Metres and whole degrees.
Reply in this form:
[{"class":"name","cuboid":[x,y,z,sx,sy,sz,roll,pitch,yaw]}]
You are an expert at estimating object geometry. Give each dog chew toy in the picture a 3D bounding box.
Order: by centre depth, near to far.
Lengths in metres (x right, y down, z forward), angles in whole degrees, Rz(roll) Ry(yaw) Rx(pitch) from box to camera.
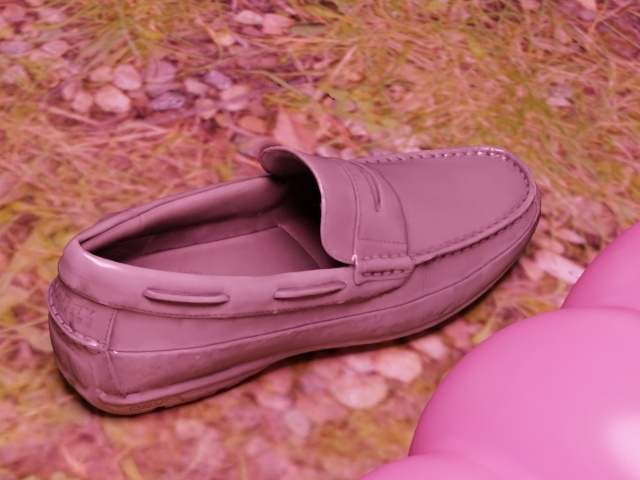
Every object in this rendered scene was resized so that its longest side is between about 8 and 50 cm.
[{"class":"dog chew toy","cuboid":[0.130,0.107,0.546,0.332,0.206,0.206,-24,51,-31]}]

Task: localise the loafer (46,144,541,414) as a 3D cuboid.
[{"class":"loafer","cuboid":[0.000,0.000,0.771,0.319,0.111,0.112,-21,49,-30]}]
